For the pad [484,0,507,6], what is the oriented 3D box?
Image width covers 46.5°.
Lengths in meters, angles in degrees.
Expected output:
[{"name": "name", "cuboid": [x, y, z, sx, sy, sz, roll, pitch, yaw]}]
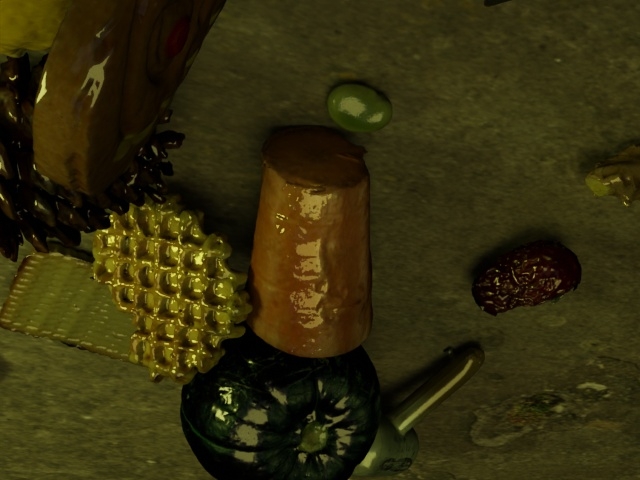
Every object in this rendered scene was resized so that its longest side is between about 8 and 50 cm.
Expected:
[{"name": "pad", "cuboid": [0.269, -0.335, 0.795, 0.211, 0.003, 0.143, -21, 139, -19]}]

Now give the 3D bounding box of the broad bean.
[{"name": "broad bean", "cuboid": [0.048, -0.166, 0.936, 0.083, 0.045, 0.063, 11, 126, -8]}]

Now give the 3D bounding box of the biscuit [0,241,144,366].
[{"name": "biscuit", "cuboid": [-0.331, 0.100, 1.108, 0.254, 0.029, 0.172, 22, 123, -25]}]

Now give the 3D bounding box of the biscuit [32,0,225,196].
[{"name": "biscuit", "cuboid": [-0.120, -0.219, 0.631, 0.070, 0.350, 0.394, 26, 80, -8]}]

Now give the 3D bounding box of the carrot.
[{"name": "carrot", "cuboid": [0.000, 0.000, 0.979, 0.196, 0.196, 0.254, 2, 126, -11]}]

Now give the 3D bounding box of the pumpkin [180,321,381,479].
[{"name": "pumpkin", "cuboid": [-0.065, 0.243, 1.139, 0.315, 0.238, 0.315, -12, 121, -20]}]

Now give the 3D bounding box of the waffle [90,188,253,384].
[{"name": "waffle", "cuboid": [-0.213, 0.060, 0.997, 0.253, 0.056, 0.249, 43, 115, 7]}]

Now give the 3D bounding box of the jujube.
[{"name": "jujube", "cuboid": [0.306, 0.054, 1.124, 0.166, 0.104, 0.104, -20, 130, 19]}]

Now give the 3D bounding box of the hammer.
[{"name": "hammer", "cuboid": [0.164, 0.288, 1.288, 0.305, 0.113, 0.202, -45, 152, 10]}]

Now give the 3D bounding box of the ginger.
[{"name": "ginger", "cuboid": [0.475, -0.090, 1.038, 0.205, 0.081, 0.115, -21, 124, 7]}]

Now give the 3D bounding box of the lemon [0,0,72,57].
[{"name": "lemon", "cuboid": [-0.256, -0.315, 0.624, 0.285, 0.285, 0.316, -13, 160, 2]}]

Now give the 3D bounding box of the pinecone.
[{"name": "pinecone", "cuboid": [-0.294, -0.103, 0.829, 0.272, 0.224, 0.224, -24, 132, -14]}]
